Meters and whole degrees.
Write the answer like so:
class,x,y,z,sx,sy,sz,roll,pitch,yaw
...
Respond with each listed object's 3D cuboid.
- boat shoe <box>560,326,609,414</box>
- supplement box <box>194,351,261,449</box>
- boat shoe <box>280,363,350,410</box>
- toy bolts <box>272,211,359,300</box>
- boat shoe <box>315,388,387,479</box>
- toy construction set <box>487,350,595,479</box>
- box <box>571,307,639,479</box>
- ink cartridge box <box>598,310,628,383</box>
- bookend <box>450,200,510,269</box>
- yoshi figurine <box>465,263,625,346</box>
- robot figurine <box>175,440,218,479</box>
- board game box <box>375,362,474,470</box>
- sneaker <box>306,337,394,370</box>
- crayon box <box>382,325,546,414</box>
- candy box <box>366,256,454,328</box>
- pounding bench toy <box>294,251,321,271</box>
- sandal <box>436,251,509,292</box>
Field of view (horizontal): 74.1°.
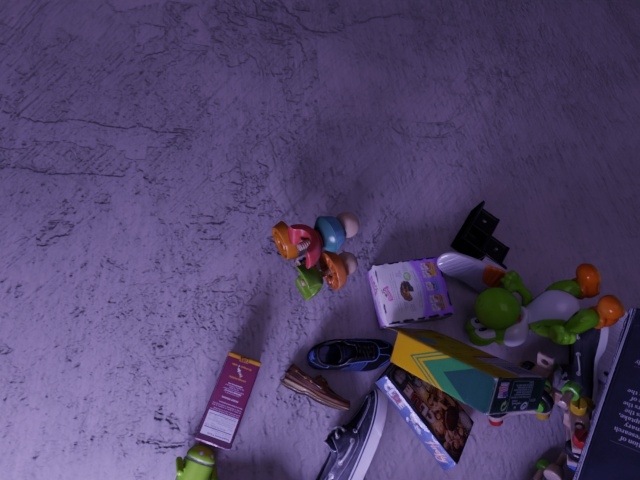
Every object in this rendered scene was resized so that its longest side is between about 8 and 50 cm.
class,x,y,z,sx,sy,sz,roll,pitch,yaw
boat shoe,0.701,0.349,1.151,0.091,0.114,0.303,13,74,21
supplement box,-0.204,0.358,0.953,0.080,0.104,0.188,20,66,-4
boat shoe,-0.005,0.354,1.018,0.177,0.064,0.060,25,66,2
toy bolts,0.000,0.000,1.021,0.158,0.229,0.218,-24,67,-19
boat shoe,0.059,0.472,0.968,0.102,0.108,0.302,28,72,1
toy construction set,0.586,0.430,1.048,0.237,0.257,0.309,-31,98,-34
box,0.761,0.487,0.873,0.472,0.297,0.480,-53,127,-20
ink cartridge box,0.861,0.320,1.206,0.206,0.045,0.208,32,92,3
bookend,0.499,-0.006,1.264,0.157,0.072,0.156,37,66,4
yoshi figurine,0.553,0.172,1.091,0.361,0.203,0.203,-19,90,8
robot figurine,-0.268,0.494,0.905,0.101,0.067,0.115,34,62,-27
board game box,0.256,0.393,1.025,0.243,0.042,0.165,51,34,10
sneaker,0.084,0.283,1.050,0.232,0.090,0.082,-3,69,-13
crayon box,0.311,0.287,0.979,0.202,0.318,0.081,13,92,-36
candy box,0.241,0.141,1.152,0.196,0.070,0.165,-6,70,-15
pounding bench toy,-0.020,0.059,1.140,0.083,0.052,0.065,-25,75,-20
sandal,0.433,0.072,1.184,0.265,0.102,0.076,26,39,-22
